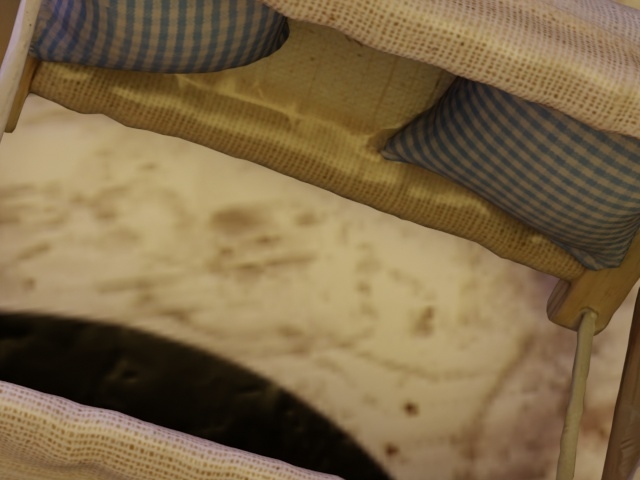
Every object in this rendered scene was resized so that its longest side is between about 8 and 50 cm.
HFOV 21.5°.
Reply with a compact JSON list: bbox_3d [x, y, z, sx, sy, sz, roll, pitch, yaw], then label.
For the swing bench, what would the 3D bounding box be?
[{"bbox_3d":[0.000,0.000,0.455,0.253,0.165,0.254,17,94,-12],"label":"swing bench"}]
